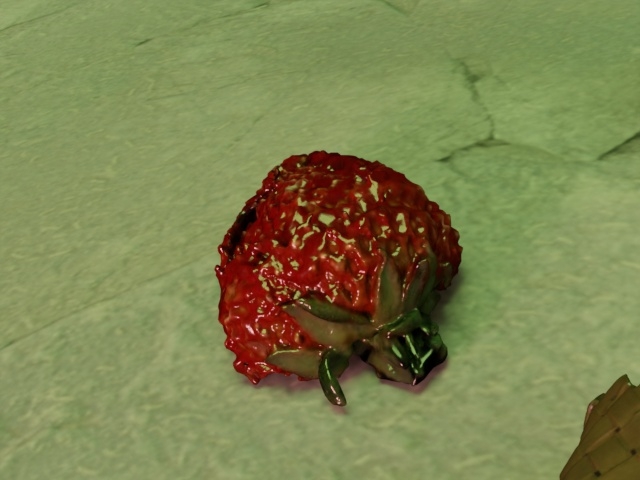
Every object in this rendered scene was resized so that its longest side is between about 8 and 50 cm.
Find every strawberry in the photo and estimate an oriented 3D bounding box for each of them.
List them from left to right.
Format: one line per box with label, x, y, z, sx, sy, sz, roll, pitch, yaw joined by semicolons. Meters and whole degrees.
strawberry;0.000;0.000;0.963;0.188;0.106;0.286;-21;29;-12

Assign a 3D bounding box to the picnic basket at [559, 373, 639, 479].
picnic basket;0.199;0.107;0.659;0.137;0.128;0.178;2;46;43
